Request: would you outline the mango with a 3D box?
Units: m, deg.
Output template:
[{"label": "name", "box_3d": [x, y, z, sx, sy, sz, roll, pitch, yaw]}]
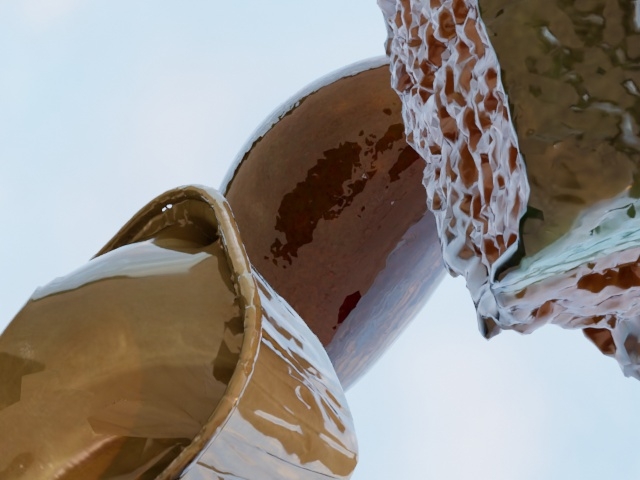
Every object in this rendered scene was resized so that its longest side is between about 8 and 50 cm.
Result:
[{"label": "mango", "box_3d": [0.000, 0.000, 1.078, 0.133, 0.111, 0.267, 41, -66, 7]}]

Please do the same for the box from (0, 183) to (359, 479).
[{"label": "box", "box_3d": [-0.070, 0.068, 0.582, 0.177, 0.111, 0.111, -46, -124, 19]}]

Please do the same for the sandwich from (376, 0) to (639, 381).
[{"label": "sandwich", "box_3d": [0.080, -0.064, 0.607, 0.109, 0.292, 0.212, -9, -68, -3]}]
